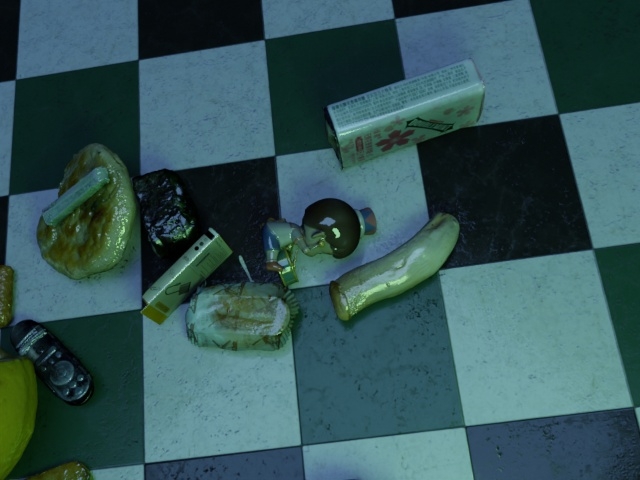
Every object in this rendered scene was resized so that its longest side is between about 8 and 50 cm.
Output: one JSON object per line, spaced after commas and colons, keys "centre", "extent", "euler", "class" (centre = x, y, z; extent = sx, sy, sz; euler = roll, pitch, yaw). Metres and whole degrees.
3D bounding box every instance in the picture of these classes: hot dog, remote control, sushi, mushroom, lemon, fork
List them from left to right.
{"centre": [-0.781, 0.389, 1.408], "extent": [0.364, 0.364, 0.364], "euler": [-2, 71, 6], "class": "lemon"}
{"centre": [-0.622, 0.284, 1.569], "extent": [0.266, 0.066, 0.090], "euler": [38, 66, 22], "class": "remote control"}
{"centre": [-0.365, -0.069, 1.622], "extent": [0.127, 0.124, 0.225], "euler": [-22, 63, -5], "class": "sushi"}
{"centre": [-0.182, 0.174, 1.538], "extent": [0.271, 0.082, 0.162], "euler": [1, 71, 11], "class": "hot dog"}
{"centre": [-0.171, 0.083, 1.603], "extent": [0.016, 0.012, 0.115], "euler": [-23, 69, -9], "class": "fork"}
{"centre": [0.172, 0.057, 1.530], "extent": [0.351, 0.095, 0.122], "euler": [-33, 53, -7], "class": "mushroom"}

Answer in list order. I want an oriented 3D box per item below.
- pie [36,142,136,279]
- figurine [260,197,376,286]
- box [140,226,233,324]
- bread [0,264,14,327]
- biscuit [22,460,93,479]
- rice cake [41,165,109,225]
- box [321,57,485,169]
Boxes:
{"centre": [-0.560, -0.068, 1.617], "extent": [0.338, 0.075, 0.337], "euler": [-6, 78, 31], "class": "pie"}
{"centre": [-0.003, -0.008, 1.550], "extent": [0.276, 0.161, 0.158], "euler": [-22, 110, 2], "class": "figurine"}
{"centre": [-0.313, 0.084, 1.559], "extent": [0.033, 0.129, 0.247], "euler": [41, 80, 19], "class": "box"}
{"centre": [-0.776, 0.135, 1.642], "extent": [0.052, 0.044, 0.157], "euler": [-10, 69, 10], "class": "bread"}
{"centre": [-0.613, 0.573, 1.478], "extent": [0.247, 0.029, 0.118], "euler": [-21, 63, 0], "class": "biscuit"}
{"centre": [-0.568, -0.104, 1.565], "extent": [0.211, 0.034, 0.043], "euler": [-33, 72, 22], "class": "rice cake"}
{"centre": [0.192, -0.294, 1.598], "extent": [0.370, 0.190, 0.112], "euler": [-20, 69, 1], "class": "box"}
